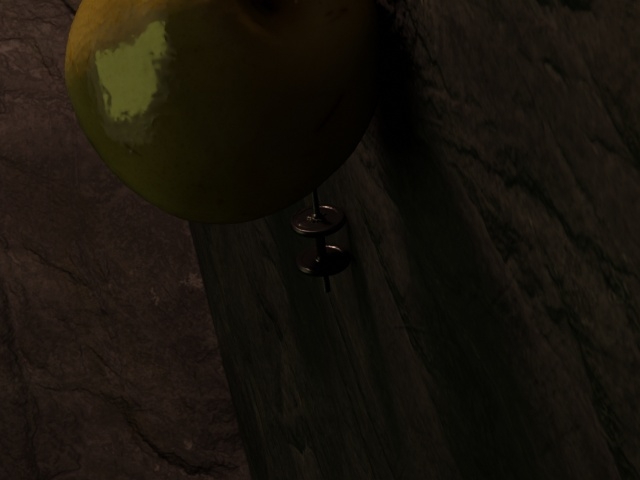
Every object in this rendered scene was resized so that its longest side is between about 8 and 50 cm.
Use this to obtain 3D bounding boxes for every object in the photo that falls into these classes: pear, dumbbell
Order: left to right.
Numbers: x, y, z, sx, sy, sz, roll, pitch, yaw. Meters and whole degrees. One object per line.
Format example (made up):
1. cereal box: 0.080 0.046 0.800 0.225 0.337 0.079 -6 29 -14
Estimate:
1. pear: -0.086 -0.172 1.320 0.309 0.309 0.309 166 90 -80
2. dumbbell: 0.000 0.000 1.681 0.069 0.069 0.147 -120 19 -57
